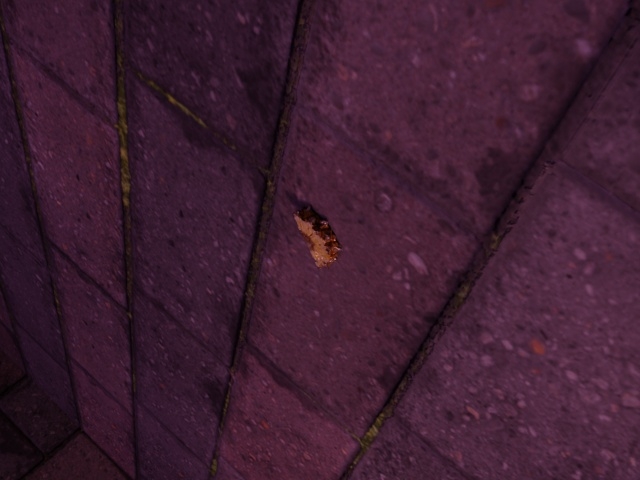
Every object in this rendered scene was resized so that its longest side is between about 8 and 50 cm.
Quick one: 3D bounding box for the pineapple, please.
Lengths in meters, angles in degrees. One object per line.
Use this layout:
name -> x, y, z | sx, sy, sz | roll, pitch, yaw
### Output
pineapple -> 0.000, 0.000, 0.826 | 0.045, 0.019, 0.083 | 13, 134, 50
